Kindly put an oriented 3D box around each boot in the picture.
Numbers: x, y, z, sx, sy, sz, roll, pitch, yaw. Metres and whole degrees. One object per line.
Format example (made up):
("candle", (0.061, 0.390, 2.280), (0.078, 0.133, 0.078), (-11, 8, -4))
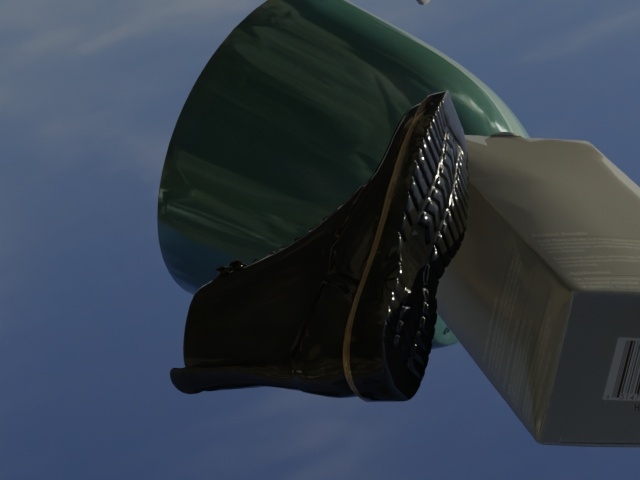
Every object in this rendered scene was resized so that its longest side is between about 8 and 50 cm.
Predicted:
("boot", (0.000, 0.000, 1.007), (0.137, 0.077, 0.198), (-4, -135, 27))

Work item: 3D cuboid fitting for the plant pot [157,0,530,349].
("plant pot", (0.044, -0.040, 1.541), (0.235, 0.293, 0.293), (25, -135, 28))

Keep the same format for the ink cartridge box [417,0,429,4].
("ink cartridge box", (0.008, -0.097, 0.418), (0.028, 0.083, 0.048), (23, -105, 39))

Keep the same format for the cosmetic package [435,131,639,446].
("cosmetic package", (0.146, 0.022, 1.091), (0.127, 0.107, 0.238), (3, -159, -18))
